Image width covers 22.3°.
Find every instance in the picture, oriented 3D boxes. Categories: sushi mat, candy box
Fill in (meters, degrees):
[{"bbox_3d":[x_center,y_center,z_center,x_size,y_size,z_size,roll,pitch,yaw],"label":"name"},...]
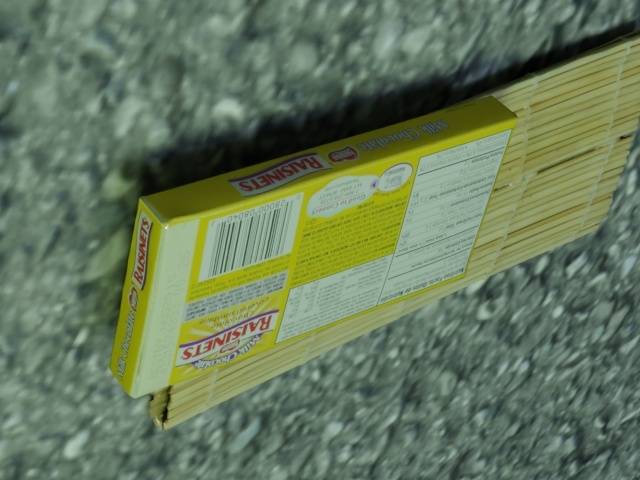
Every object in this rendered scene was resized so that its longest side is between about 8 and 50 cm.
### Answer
[{"bbox_3d":[0.049,-0.011,0.842,0.316,0.019,0.151,-23,140,-31],"label":"sushi mat"},{"bbox_3d":[0.000,0.000,0.758,0.206,0.027,0.105,-18,141,-35],"label":"candy box"}]
